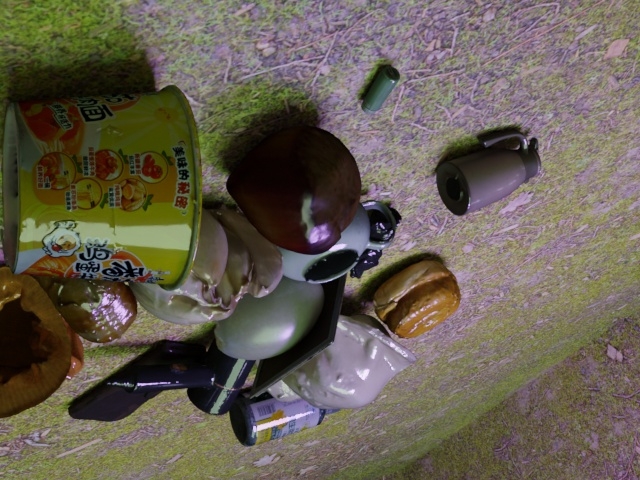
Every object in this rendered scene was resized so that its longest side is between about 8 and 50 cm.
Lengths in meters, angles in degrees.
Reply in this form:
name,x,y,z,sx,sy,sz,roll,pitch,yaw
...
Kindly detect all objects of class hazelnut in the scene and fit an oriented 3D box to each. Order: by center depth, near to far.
name,x,y,z,sx,sy,sz,roll,pitch,yaw
hazelnut,-0.046,-0.080,1.356,0.208,0.208,0.208,-20,155,-10

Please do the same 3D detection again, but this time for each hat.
name,x,y,z,sx,sy,sz,roll,pitch,yaw
hat,-0.460,0.136,1.462,0.234,0.244,0.233,0,-169,13

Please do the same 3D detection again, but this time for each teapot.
name,x,y,z,sx,sy,sz,roll,pitch,yaw
teapot,0.000,0.000,1.592,0.294,0.129,0.193,-16,155,-17

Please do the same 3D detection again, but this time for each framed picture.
name,x,y,z,sx,sy,sz,roll,pitch,yaw
framed picture,-0.033,0.167,1.780,0.019,0.296,0.232,43,120,-18

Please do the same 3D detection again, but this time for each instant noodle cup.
name,x,y,z,sx,sy,sz,roll,pitch,yaw
instant noodle cup,-0.274,-0.065,1.084,0.200,0.264,0.264,0,148,-25

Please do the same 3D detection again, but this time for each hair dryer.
name,x,y,z,sx,sy,sz,roll,pitch,yaw
hair dryer,-0.286,0.268,1.843,0.352,0.107,0.189,5,121,-49

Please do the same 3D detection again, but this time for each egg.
name,x,y,z,sx,sy,sz,roll,pitch,yaw
egg,-0.098,0.128,1.691,0.217,0.183,0.183,-11,154,-5

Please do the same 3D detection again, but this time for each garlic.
name,x,y,z,sx,sy,sz,roll,pitch,yaw
garlic,-0.192,0.049,1.403,0.185,0.203,0.281,-45,149,14

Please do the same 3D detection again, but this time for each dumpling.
name,x,y,z,sx,sy,sz,roll,pitch,yaw
dumpling,0.008,0.267,2.126,0.395,0.233,0.315,-21,128,30

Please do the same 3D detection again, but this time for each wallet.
name,x,y,z,sx,sy,sz,roll,pitch,yaw
wallet,-0.396,0.316,1.973,0.309,0.042,0.165,-35,151,19

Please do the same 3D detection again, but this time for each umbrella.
name,x,y,z,sx,sy,sz,roll,pitch,yaw
umbrella,0.102,0.012,1.802,0.066,0.059,0.235,1,148,-13

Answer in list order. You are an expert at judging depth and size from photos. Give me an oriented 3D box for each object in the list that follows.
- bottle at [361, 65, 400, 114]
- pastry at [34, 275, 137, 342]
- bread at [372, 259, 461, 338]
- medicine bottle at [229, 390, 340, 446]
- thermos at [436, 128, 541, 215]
name,x,y,z,sx,sy,sz,roll,pitch,yaw
bottle,0.089,-0.224,1.341,0.030,0.030,0.083,-9,152,-31
pastry,-0.343,0.049,1.269,0.100,0.218,0.229,-34,-164,-10
bread,0.229,0.136,2.090,0.198,0.120,0.236,-37,156,9
medicine bottle,-0.089,0.449,2.410,0.293,0.141,0.141,-12,153,-27
thermos,0.325,-0.137,1.669,0.193,0.105,0.137,-19,124,-20
